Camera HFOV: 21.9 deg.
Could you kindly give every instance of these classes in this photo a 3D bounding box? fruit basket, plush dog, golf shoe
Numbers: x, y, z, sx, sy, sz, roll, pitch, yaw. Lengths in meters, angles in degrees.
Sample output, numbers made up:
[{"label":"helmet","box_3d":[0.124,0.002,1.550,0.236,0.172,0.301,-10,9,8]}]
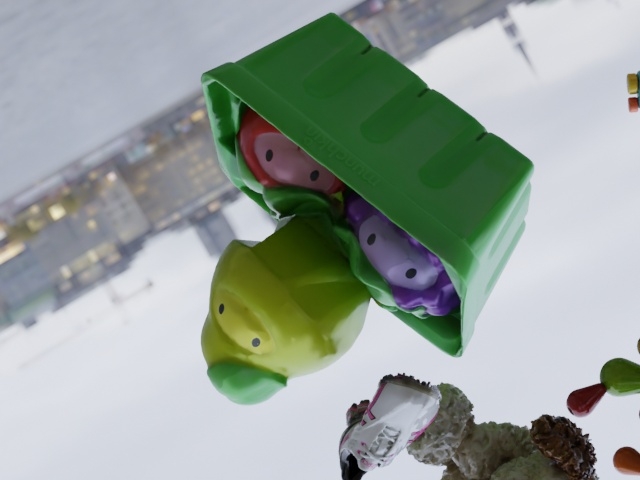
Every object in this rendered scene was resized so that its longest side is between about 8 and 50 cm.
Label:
[{"label":"fruit basket","box_3d":[0.000,0.000,1.770,0.392,0.392,0.283,-31,157,-11]},{"label":"plush dog","box_3d":[0.224,0.294,1.841,0.210,0.262,0.225,-3,-170,-34]},{"label":"golf shoe","box_3d":[0.070,0.194,1.677,0.186,0.067,0.086,127,-18,-60]}]

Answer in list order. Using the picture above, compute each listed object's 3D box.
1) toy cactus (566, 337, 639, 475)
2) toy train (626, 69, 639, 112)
[{"label":"toy cactus","box_3d":[0.298,0.116,1.162,0.180,0.112,0.219,-37,-145,-24]},{"label":"toy train","box_3d":[0.431,-0.198,1.921,0.166,0.125,0.046,-55,177,4]}]
